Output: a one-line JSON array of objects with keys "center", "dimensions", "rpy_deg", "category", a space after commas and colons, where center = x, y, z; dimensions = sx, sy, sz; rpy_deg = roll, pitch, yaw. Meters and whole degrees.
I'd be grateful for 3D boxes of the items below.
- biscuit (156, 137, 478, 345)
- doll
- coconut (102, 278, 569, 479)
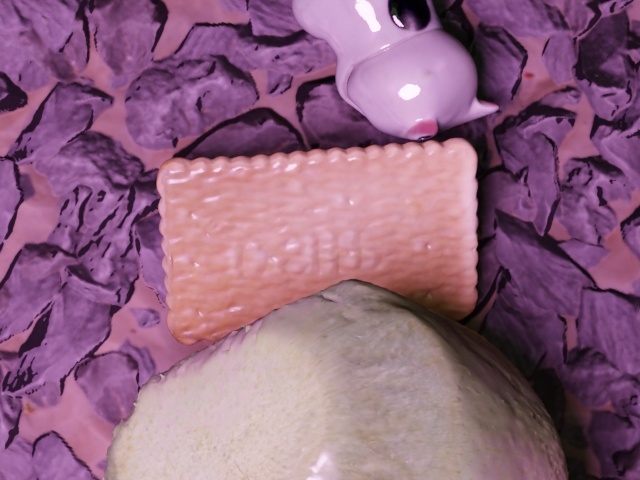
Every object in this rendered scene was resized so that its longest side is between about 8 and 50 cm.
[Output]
[{"center": [0.000, 0.000, 1.490], "dimensions": [0.249, 0.030, 0.160], "rpy_deg": [-6, 115, -6], "category": "biscuit"}, {"center": [0.056, -0.160, 1.542], "dimensions": [0.110, 0.107, 0.181], "rpy_deg": [-24, 83, -32], "category": "doll"}, {"center": [0.018, 0.184, 1.359], "dimensions": [0.328, 0.328, 0.281], "rpy_deg": [-36, 50, -13], "category": "coconut"}]
